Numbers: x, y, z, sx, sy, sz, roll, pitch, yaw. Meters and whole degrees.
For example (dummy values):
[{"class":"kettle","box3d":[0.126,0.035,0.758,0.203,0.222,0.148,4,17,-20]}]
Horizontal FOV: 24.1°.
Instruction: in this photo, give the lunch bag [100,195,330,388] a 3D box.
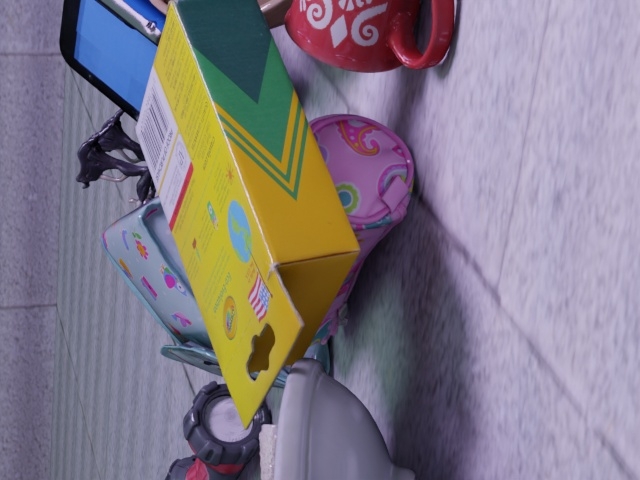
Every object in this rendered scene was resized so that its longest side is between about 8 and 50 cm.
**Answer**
[{"class":"lunch bag","box3d":[-0.104,0.058,1.636,0.262,0.160,0.223,58,161,-7]}]

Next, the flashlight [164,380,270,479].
[{"class":"flashlight","box3d":[-0.145,0.276,1.919,0.304,0.103,0.103,121,142,-59]}]

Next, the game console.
[{"class":"game console","box3d":[-0.224,-0.208,1.627,0.293,0.250,0.173,38,106,23]}]

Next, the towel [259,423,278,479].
[{"class":"towel","box3d":[-0.020,0.273,1.475,0.282,0.049,0.187,60,-155,-81]}]

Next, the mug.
[{"class":"mug","box3d":[0.060,-0.234,1.256,0.113,0.150,0.169,-54,-15,-52]}]

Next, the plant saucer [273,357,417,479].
[{"class":"plant saucer","box3d":[0.032,0.294,1.229,0.400,0.101,0.400,-3,-90,-84]}]

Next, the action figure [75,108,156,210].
[{"class":"action figure","box3d":[-0.177,-0.046,1.887,0.141,0.276,0.164,-42,8,27]}]

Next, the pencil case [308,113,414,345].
[{"class":"pencil case","box3d":[0.000,0.000,1.412,0.284,0.124,0.124,115,149,-57]}]

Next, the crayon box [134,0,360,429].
[{"class":"crayon box","box3d":[-0.062,-0.025,1.278,0.202,0.081,0.318,118,136,-56]}]

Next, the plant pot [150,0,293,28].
[{"class":"plant pot","box3d":[-0.055,-0.291,1.484,0.110,0.237,0.237,41,-148,-54]}]
